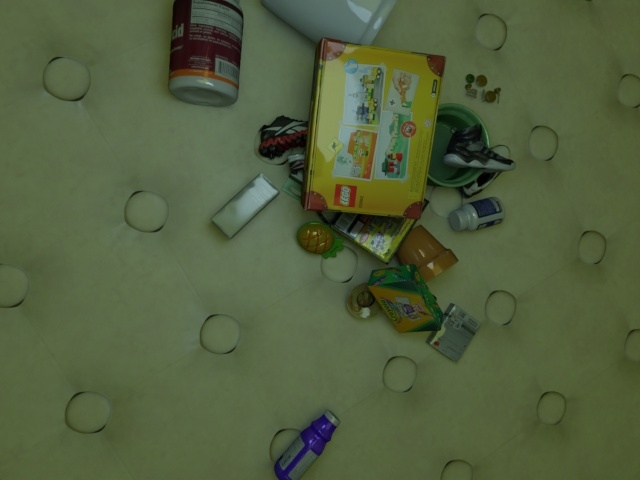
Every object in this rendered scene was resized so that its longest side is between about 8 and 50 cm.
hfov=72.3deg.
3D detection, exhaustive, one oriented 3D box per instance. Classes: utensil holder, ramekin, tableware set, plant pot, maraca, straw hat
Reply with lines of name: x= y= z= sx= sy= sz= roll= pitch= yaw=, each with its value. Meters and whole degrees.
utensil holder: x=0.039 y=-0.817 z=1.463 sx=0.386 sy=0.327 sz=0.327 roll=30 pitch=85 yaw=-9
ramekin: x=0.462 y=-0.345 z=1.647 sx=0.304 sy=0.148 sz=0.303 roll=0 pitch=91 yaw=-12
tableware set: x=0.647 y=-0.606 z=1.747 sx=0.154 sy=0.024 sz=0.103 roll=10 pitch=86 yaw=-11
plant pot: x=0.370 y=0.052 z=1.625 sx=0.205 sy=0.205 sz=0.187 roll=-31 pitch=81 yaw=-10
maraca: x=0.000 y=0.000 z=1.584 sx=0.186 sy=0.099 sz=0.127 roll=32 pitch=119 yaw=-24
straw hat: x=0.168 y=0.219 z=1.642 sx=0.145 sy=0.061 sz=0.144 roll=0 pitch=95 yaw=4

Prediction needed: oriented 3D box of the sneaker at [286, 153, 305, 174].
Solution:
sneaker: x=-0.025 y=-0.267 z=1.527 sx=0.178 sy=0.072 sz=0.077 roll=-6 pitch=97 yaw=4

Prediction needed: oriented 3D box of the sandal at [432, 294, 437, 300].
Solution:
sandal: x=0.316 y=0.216 z=1.663 sx=0.240 sy=0.088 sz=0.079 roll=19 pitch=110 yaw=-4

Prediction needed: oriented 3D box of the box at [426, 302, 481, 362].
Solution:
box: x=0.527 y=0.366 z=1.732 sx=0.145 sy=0.038 sz=0.186 roll=35 pitch=83 yaw=-10

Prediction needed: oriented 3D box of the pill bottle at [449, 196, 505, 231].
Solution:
pill bottle: x=0.605 y=-0.097 z=1.701 sx=0.187 sy=0.112 sz=0.111 roll=-14 pitch=94 yaw=-12

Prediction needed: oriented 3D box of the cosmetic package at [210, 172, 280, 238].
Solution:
cosmetic package: x=-0.261 y=-0.116 z=1.512 sx=0.107 sy=0.127 sz=0.238 roll=44 pitch=84 yaw=-9

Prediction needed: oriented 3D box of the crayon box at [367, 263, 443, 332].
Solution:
crayon box: x=0.305 y=0.211 z=1.554 sx=0.278 sy=0.165 sz=0.081 roll=54 pitch=40 yaw=-30

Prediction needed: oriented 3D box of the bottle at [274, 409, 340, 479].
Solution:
bottle: x=-0.044 y=0.742 z=1.579 sx=0.092 sy=0.118 sz=0.283 roll=44 pitch=82 yaw=-7

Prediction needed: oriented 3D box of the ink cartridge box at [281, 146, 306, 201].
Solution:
ink cartridge box: x=-0.043 y=-0.248 z=1.587 sx=0.109 sy=0.062 sz=0.209 roll=31 pitch=85 yaw=-11

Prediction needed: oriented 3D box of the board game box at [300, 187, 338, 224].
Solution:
board game box: x=0.065 y=-0.200 z=1.581 sx=0.243 sy=0.042 sz=0.165 roll=-44 pitch=122 yaw=-14

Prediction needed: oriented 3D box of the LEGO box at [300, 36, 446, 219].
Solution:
LEGO box: x=0.148 y=-0.334 z=1.383 sx=0.373 sy=0.193 sz=0.499 roll=5 pitch=102 yaw=-8

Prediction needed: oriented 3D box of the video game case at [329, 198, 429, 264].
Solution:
video game case: x=0.210 y=-0.093 z=1.567 sx=0.248 sy=0.035 sz=0.274 roll=34 pitch=84 yaw=5

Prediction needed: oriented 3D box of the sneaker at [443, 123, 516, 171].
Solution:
sneaker: x=0.570 y=-0.326 z=1.541 sx=0.269 sy=0.101 sz=0.153 roll=6 pitch=93 yaw=-10

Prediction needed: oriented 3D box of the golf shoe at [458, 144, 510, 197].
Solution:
golf shoe: x=0.662 y=-0.271 z=1.708 sx=0.105 sy=0.120 sz=0.273 roll=45 pitch=81 yaw=-8

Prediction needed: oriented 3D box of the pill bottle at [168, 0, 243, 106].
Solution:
pill bottle: x=-0.369 y=-0.662 z=1.429 sx=0.224 sy=0.224 sz=0.391 roll=4 pitch=90 yaw=-12

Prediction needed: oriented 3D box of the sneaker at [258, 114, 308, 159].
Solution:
sneaker: x=-0.091 y=-0.382 z=1.526 sx=0.276 sy=0.098 sz=0.135 roll=-12 pitch=74 yaw=15
